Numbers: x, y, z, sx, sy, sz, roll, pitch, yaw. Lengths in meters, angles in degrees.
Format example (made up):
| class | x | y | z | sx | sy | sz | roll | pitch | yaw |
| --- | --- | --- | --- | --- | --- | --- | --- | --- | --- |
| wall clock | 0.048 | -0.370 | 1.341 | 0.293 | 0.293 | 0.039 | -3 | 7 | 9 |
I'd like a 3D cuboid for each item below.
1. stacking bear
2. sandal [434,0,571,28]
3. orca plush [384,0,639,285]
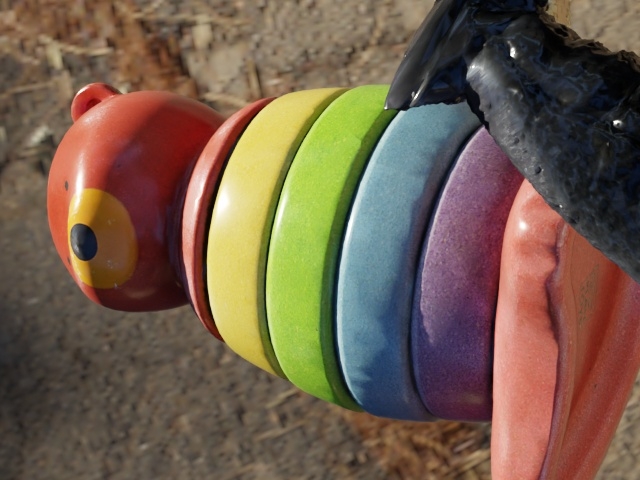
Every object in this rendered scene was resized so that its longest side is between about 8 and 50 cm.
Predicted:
| class | x | y | z | sx | sy | sz | roll | pitch | yaw |
| --- | --- | --- | --- | --- | --- | --- | --- | --- | --- |
| stacking bear | 0.000 | 0.000 | 0.786 | 0.289 | 0.164 | 0.175 | 13 | 119 | 24 |
| sandal | 0.119 | -0.152 | 1.064 | 0.240 | 0.088 | 0.079 | -95 | 26 | -43 |
| orca plush | 0.166 | -0.019 | 0.499 | 0.287 | 0.151 | 0.102 | 43 | 159 | 8 |
